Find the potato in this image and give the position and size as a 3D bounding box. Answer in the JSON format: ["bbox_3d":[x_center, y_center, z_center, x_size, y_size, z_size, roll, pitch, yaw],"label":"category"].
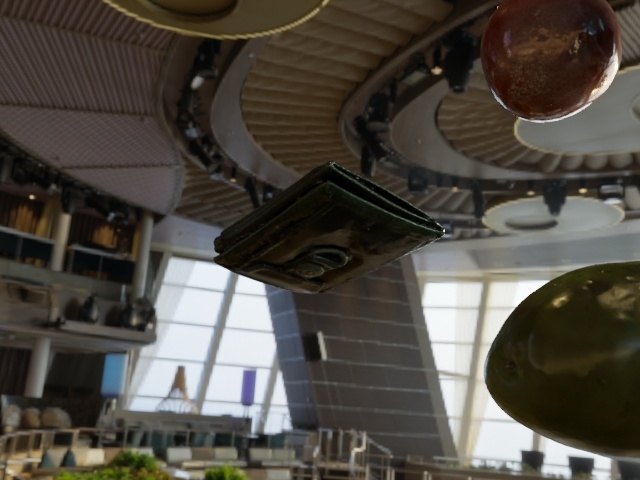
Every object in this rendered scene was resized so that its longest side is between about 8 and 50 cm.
[{"bbox_3d":[0.324,0.124,0.678,0.304,0.215,0.216,-1,-11,-25],"label":"potato"}]

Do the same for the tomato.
[{"bbox_3d":[0.449,-0.370,1.271,0.270,0.270,0.227,8,-7,-15],"label":"tomato"}]

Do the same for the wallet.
[{"bbox_3d":[0.000,0.002,0.725,0.160,0.055,0.236,23,-30,-29],"label":"wallet"}]
